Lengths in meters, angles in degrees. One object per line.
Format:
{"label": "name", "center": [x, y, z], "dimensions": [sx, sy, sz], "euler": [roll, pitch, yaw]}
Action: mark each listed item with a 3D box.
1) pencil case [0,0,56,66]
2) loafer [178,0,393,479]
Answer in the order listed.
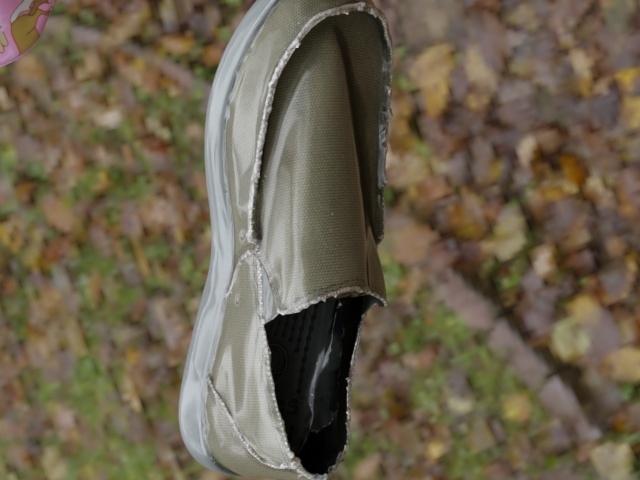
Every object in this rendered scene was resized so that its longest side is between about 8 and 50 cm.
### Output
{"label": "pencil case", "center": [-0.347, -0.303, 1.636], "dimensions": [0.160, 0.167, 0.386], "euler": [24, 157, 26]}
{"label": "loafer", "center": [0.000, 0.000, 0.915], "dimensions": [0.087, 0.094, 0.251], "euler": [23, 113, 46]}
